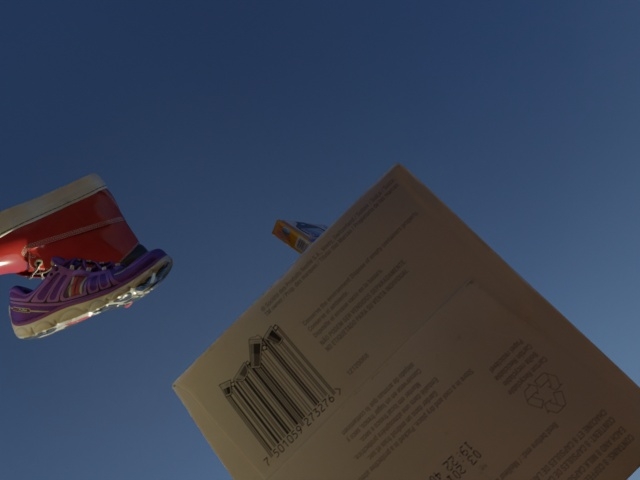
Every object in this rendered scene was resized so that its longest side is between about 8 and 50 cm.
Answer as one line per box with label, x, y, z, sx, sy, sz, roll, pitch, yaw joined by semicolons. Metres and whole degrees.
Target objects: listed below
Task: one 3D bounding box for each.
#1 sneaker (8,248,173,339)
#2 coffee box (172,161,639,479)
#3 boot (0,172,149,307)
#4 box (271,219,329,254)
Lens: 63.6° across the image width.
sneaker;-0.233;0.041;0.515;0.169;0.068;0.071;-21;-93;-3
coffee box;0.109;0.189;0.617;0.337;0.334;0.338;-44;-112;1
boot;-0.328;0.037;0.645;0.176;0.088;0.244;59;-139;-10
box;0.000;0.000;0.795;0.136;0.081;0.028;1;-64;-51
